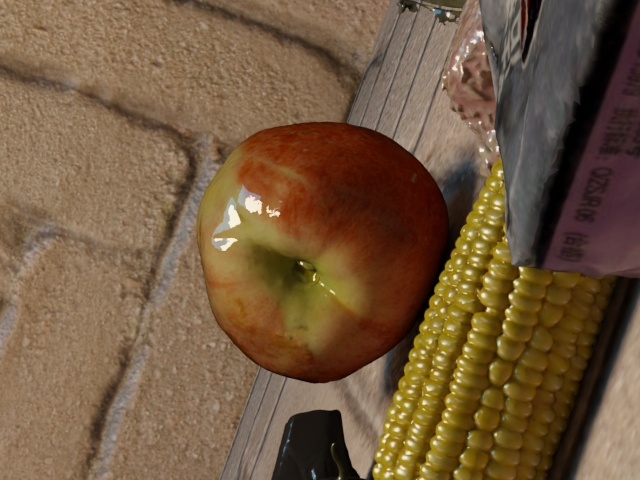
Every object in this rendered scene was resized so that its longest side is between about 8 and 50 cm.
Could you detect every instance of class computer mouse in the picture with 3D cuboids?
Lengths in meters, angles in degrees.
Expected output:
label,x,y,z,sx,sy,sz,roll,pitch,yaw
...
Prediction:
label,x,y,z,sx,sy,sz,roll,pitch,yaw
computer mouse,-0.009,0.252,1.209,0.147,0.088,0.264,91,-171,-46

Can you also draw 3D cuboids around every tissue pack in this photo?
label,x,y,z,sx,sy,sz,roll,pitch,yaw
tissue pack,0.153,-0.187,0.627,0.361,0.122,0.259,103,172,-48

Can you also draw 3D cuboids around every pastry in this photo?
label,x,y,z,sx,sy,sz,roll,pitch,yaw
pastry,0.138,-0.129,0.972,0.103,0.112,0.265,-52,17,39

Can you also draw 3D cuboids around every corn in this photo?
label,x,y,z,sx,sy,sz,roll,pitch,yaw
corn,0.101,0.049,0.799,0.093,0.093,0.244,-160,91,-85

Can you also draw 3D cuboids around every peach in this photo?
label,x,y,z,sx,sy,sz,roll,pitch,yaw
peach,0.000,0.000,1.350,0.256,0.232,0.232,-57,-11,-73

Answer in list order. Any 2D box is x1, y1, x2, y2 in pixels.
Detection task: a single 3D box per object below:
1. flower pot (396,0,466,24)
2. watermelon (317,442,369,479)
label,x,y,z,sx,sy,sz,roll,pitch,yaw
flower pot,0.125,-0.387,1.387,0.259,0.290,0.290,-61,1,-25
watermelon,0.014,0.201,1.012,0.105,0.105,0.133,-105,15,-81
